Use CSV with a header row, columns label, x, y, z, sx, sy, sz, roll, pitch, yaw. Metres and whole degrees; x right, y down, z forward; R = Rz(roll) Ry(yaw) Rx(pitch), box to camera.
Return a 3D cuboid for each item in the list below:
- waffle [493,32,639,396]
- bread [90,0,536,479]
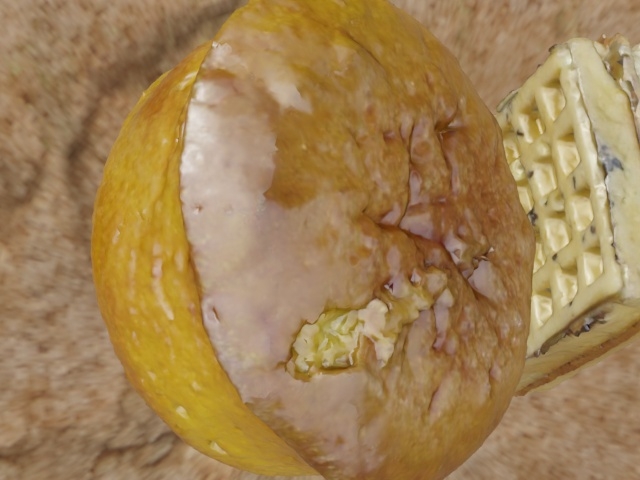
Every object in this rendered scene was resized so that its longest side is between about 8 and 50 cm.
label,x,y,z,sx,sy,sz,roll,pitch,yaw
waffle,0.220,-0.011,1.692,0.114,0.376,0.261,-7,74,-21
bread,0.000,0.006,1.070,0.172,0.312,0.312,-13,86,39
